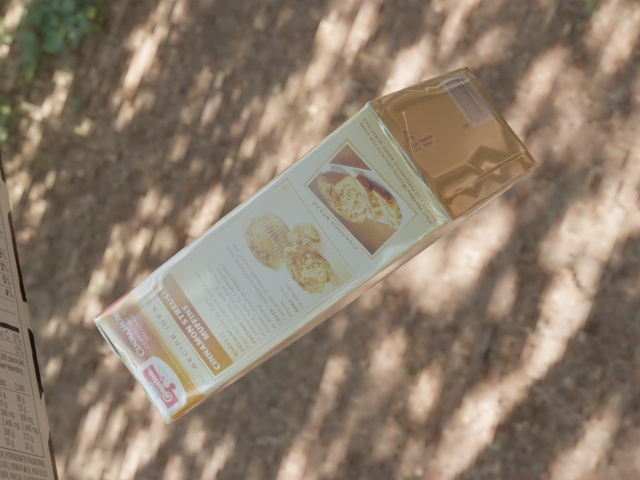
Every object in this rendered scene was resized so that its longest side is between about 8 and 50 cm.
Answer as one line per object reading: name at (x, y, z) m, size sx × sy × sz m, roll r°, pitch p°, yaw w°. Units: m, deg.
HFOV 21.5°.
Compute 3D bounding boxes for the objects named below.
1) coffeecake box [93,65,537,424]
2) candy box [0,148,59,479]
coffeecake box at (0.000, 0.000, 0.842) m, size 0.185 × 0.068 × 0.142 m, roll -37°, pitch -3°, yaw 26°
candy box at (-0.182, 0.065, 0.603) m, size 0.159 × 0.071 × 0.233 m, roll -24°, pitch 65°, yaw 21°
